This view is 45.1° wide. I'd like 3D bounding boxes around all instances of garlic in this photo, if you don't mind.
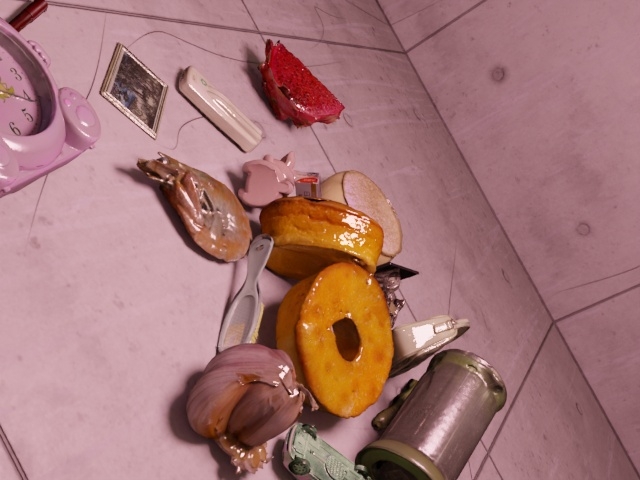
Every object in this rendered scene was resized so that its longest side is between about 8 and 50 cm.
[{"bbox_3d":[-0.090,0.283,1.226,0.207,0.257,0.207,-16,114,-39],"label":"garlic"}]

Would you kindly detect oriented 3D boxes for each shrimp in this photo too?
[{"bbox_3d":[-0.232,-0.062,1.453,0.317,0.077,0.168,33,40,-48],"label":"shrimp"}]

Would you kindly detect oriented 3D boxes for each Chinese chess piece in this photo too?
[{"bbox_3d":[0.098,-0.051,1.983,0.270,0.112,0.270,40,33,-33],"label":"Chinese chess piece"}]

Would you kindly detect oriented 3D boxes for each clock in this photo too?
[{"bbox_3d":[-0.497,-0.220,1.094,0.322,0.113,0.295,55,27,-9],"label":"clock"}]

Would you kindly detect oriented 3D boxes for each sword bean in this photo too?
[{"bbox_3d":[0.182,0.375,1.782,0.269,0.043,0.038,-20,94,-63],"label":"sword bean"}]

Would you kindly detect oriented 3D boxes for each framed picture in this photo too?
[{"bbox_3d":[-0.362,-0.299,1.527,0.142,0.011,0.183,42,31,-33],"label":"framed picture"}]

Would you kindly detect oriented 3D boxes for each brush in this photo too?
[{"bbox_3d":[-0.126,0.110,1.453,0.296,0.068,0.060,-78,149,-42],"label":"brush"}]

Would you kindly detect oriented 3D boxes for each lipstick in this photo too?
[{"bbox_3d":[-0.515,-0.373,1.318,0.027,0.027,0.176,48,30,-24],"label":"lipstick"}]

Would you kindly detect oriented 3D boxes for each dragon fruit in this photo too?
[{"bbox_3d":[-0.086,-0.371,1.985,0.274,0.126,0.161,44,39,-12],"label":"dragon fruit"}]

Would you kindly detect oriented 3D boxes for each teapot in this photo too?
[{"bbox_3d":[0.226,0.387,1.589,0.200,0.270,0.337,49,52,-5],"label":"teapot"}]

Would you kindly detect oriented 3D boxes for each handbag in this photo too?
[{"bbox_3d":[0.227,0.234,1.721,0.219,0.256,0.079,-13,71,-20],"label":"handbag"}]

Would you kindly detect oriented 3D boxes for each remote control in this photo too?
[{"bbox_3d":[-0.222,-0.294,1.730,0.230,0.049,0.090,42,29,-31],"label":"remote control"}]

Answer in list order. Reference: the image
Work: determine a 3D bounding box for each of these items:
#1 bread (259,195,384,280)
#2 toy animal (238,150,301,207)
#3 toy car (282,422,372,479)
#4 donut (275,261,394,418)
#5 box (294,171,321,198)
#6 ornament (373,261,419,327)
[{"bbox_3d":[0.000,0.000,1.617,0.270,0.195,0.142,11,62,-8],"label":"bread"},{"bbox_3d":[-0.106,-0.131,1.723,0.124,0.124,0.212,60,17,-2],"label":"toy animal"},{"bbox_3d":[0.010,0.424,1.388,0.224,0.076,0.090,42,32,-18],"label":"toy car"},{"bbox_3d":[0.022,0.196,1.524,0.303,0.110,0.302,10,77,-49],"label":"donut"},{"bbox_3d":[-0.023,-0.054,1.704,0.039,0.055,0.218,-77,169,-48],"label":"box"},{"bbox_3d":[0.160,0.176,1.850,0.166,0.153,0.196,16,59,-54],"label":"ornament"}]
